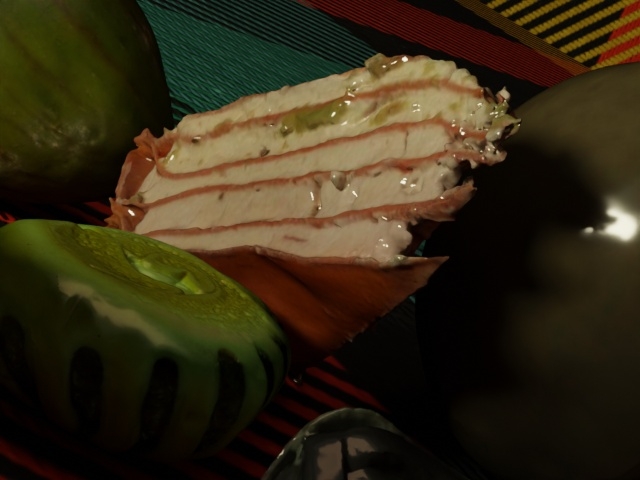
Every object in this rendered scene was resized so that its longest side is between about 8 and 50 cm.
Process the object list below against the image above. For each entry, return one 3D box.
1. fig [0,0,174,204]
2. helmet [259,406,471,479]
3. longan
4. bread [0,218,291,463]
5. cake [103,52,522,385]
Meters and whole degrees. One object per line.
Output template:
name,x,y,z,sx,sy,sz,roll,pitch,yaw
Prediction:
fig,-0.125,-0.048,0.883,0.259,0.151,0.151,49,7,-19
helmet,0.020,0.142,0.445,0.153,0.107,0.177,32,35,12
longan,0.156,0.016,0.797,0.248,0.248,0.248,24,15,-7
bread,-0.078,0.042,0.674,0.130,0.071,0.139,27,12,14
cake,0.004,-0.005,0.750,0.135,0.098,0.287,44,-27,-21
